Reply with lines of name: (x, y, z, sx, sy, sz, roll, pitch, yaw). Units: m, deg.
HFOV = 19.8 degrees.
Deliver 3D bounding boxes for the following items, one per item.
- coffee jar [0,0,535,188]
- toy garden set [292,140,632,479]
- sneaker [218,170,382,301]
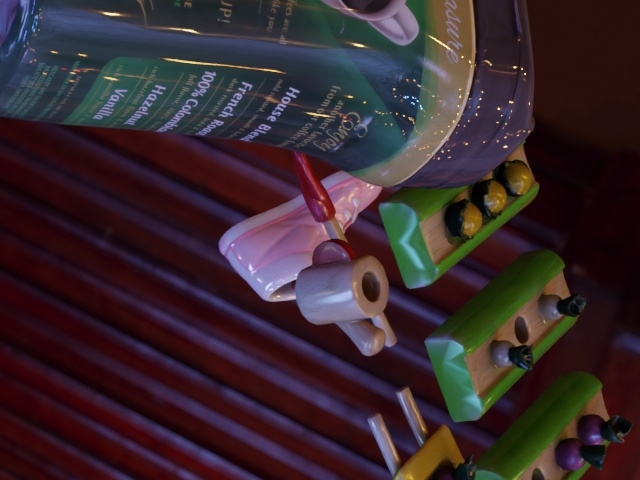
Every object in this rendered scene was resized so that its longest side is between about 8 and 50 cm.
coffee jar: (-0.020, -0.074, 0.584, 0.079, 0.184, 0.096, -44, -136, 51)
toy garden set: (0.065, 0.029, 0.830, 0.204, 0.049, 0.244, -36, 111, -50)
sneaker: (0.000, 0.000, 1.328, 0.134, 0.070, 0.051, -27, 156, -20)
